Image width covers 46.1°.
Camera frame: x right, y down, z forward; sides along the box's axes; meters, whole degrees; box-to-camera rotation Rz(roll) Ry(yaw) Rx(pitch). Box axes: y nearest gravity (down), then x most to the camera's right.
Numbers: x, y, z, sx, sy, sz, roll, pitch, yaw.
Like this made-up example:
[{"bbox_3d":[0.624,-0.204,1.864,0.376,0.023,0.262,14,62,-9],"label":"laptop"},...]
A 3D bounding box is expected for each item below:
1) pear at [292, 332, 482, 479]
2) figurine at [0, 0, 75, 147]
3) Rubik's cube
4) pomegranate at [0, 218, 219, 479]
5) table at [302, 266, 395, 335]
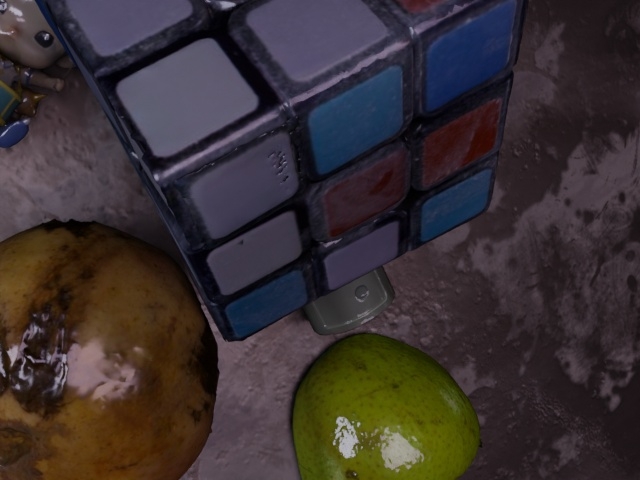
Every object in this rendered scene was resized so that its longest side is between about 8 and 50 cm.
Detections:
[{"bbox_3d":[0.092,0.247,1.055,0.288,0.139,0.239,-34,96,-20],"label":"pear"},{"bbox_3d":[-0.325,-0.246,0.834,0.161,0.158,0.275,35,79,-30],"label":"figurine"},{"bbox_3d":[-0.044,-0.165,0.768,0.363,0.359,0.362,-30,60,-12],"label":"Rubik's cube"},{"bbox_3d":[-0.261,0.138,0.811,0.322,0.322,0.322,-1,92,-23],"label":"pomegranate"},{"bbox_3d":[0.000,0.000,1.002,0.126,0.126,0.220,-31,104,-19],"label":"table"}]
